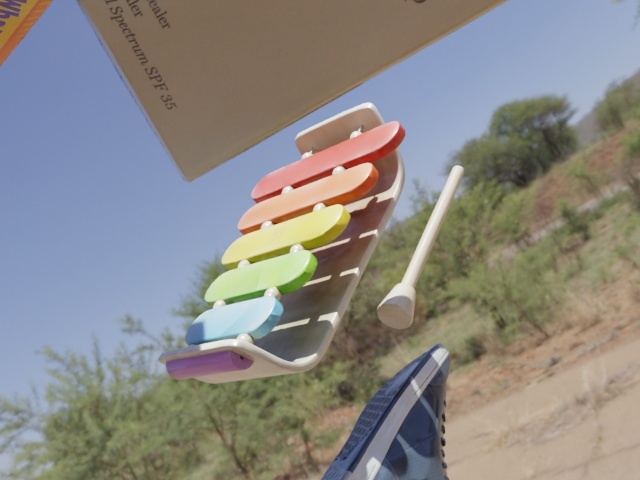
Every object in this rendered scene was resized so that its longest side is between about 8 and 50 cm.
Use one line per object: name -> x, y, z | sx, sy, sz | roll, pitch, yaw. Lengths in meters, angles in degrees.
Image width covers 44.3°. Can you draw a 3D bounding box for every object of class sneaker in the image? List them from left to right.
sneaker -> 0.107, 0.217, 0.744 | 0.226, 0.163, 0.086 | -49, 1, -42

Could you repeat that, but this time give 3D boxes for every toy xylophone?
toy xylophone -> 0.000, 0.000, 0.710 | 0.236, 0.081, 0.323 | -23, 31, 37

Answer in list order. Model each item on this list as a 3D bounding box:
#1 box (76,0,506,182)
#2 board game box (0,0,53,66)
box -> 0.012, -0.174, 0.508 | 0.311, 0.148, 0.121 | -32, 9, -7
board game box -> -0.444, -0.312, 0.597 | 0.356, 0.357, 0.356 | -5, -13, -43
